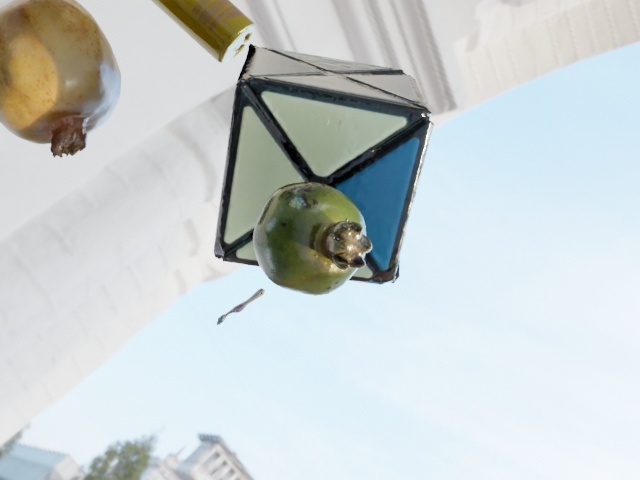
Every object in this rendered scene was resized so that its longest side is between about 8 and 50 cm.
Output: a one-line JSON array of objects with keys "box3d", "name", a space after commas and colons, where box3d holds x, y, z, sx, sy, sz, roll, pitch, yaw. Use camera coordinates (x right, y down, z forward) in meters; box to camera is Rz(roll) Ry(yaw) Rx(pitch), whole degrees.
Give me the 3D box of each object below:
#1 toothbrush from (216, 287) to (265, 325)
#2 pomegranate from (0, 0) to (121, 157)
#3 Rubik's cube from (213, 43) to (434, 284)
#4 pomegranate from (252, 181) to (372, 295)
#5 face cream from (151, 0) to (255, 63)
[{"box3d": [-0.110, 0.090, 1.113, 0.011, 0.013, 0.131, 34, -40, -17], "name": "toothbrush"}, {"box3d": [-0.372, -0.233, 1.123, 0.207, 0.207, 0.207, 34, -32, 25], "name": "pomegranate"}, {"box3d": [-0.001, -0.108, 1.103, 0.246, 0.248, 0.250, 9, -69, -5], "name": "Rubik's cube"}, {"box3d": [0.000, 0.000, 0.772, 0.142, 0.114, 0.114, 12, -45, 60], "name": "pomegranate"}, {"box3d": [-0.219, -0.375, 1.187, 0.273, 0.078, 0.078, 42, -29, 2], "name": "face cream"}]
